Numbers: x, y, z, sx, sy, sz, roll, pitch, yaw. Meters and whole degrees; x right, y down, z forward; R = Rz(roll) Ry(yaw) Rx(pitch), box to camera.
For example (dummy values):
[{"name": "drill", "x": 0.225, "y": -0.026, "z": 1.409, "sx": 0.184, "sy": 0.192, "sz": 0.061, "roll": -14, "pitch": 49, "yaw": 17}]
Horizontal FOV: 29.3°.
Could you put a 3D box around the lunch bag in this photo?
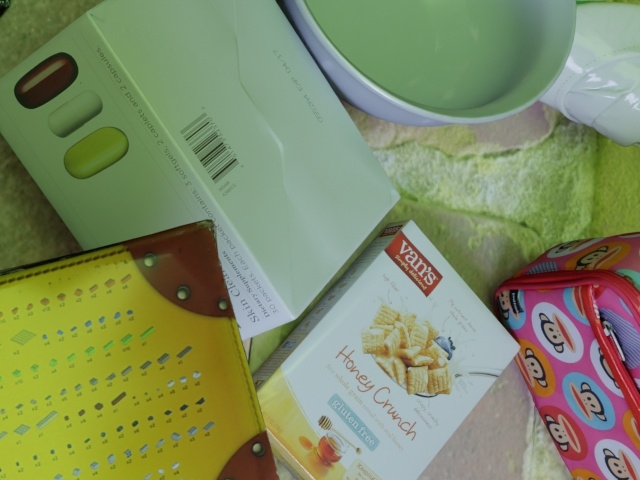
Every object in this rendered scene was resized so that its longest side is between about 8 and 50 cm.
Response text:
[{"name": "lunch bag", "x": 0.309, "y": 0.136, "z": 1.122, "sx": 0.120, "sy": 0.258, "sz": 0.293, "roll": -32, "pitch": 99, "yaw": -25}]

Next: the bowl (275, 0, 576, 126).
[{"name": "bowl", "x": 0.070, "y": -0.218, "z": 1.091, "sx": 0.298, "sy": 0.134, "sz": 0.298, "roll": 9, "pitch": 68, "yaw": -23}]

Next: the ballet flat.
[{"name": "ballet flat", "x": 0.352, "y": -0.148, "z": 1.229, "sx": 0.400, "sy": 0.139, "sz": 0.139, "roll": 4, "pitch": 83, "yaw": -29}]

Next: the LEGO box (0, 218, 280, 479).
[{"name": "LEGO box", "x": -0.326, "y": 0.152, "z": 0.743, "sx": 0.500, "sy": 0.372, "sz": 0.193, "roll": -16, "pitch": 92, "yaw": -27}]

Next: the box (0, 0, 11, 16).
[{"name": "box", "x": -0.339, "y": -0.277, "z": 0.959, "sx": 0.190, "sy": 0.045, "sz": 0.184, "roll": 3, "pitch": 82, "yaw": -26}]

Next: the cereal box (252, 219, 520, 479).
[{"name": "cereal box", "x": 0.055, "y": 0.122, "z": 1.115, "sx": 0.173, "sy": 0.047, "sz": 0.240, "roll": 48, "pitch": 67, "yaw": -15}]

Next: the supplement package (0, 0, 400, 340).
[{"name": "supplement package", "x": -0.095, "y": -0.071, "z": 0.967, "sx": 0.262, "sy": 0.145, "sz": 0.204, "roll": 56, "pitch": 39, "yaw": -11}]
